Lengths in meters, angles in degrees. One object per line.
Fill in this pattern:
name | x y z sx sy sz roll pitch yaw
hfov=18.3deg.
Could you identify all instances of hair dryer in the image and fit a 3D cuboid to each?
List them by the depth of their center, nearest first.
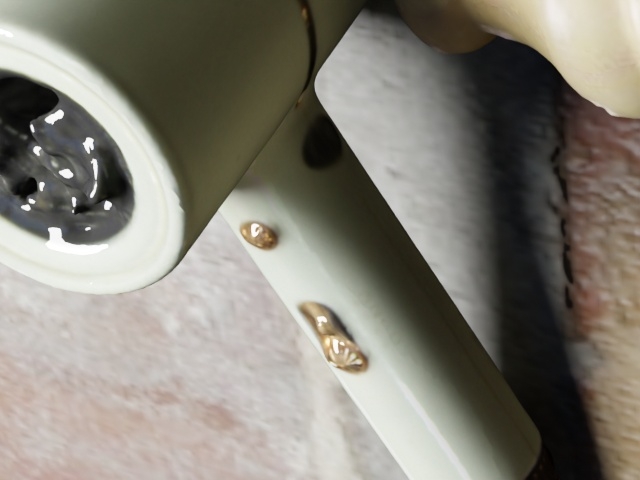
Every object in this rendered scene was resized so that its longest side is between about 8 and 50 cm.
hair dryer | 0.000 0.000 0.800 0.128 0.203 0.362 -11 123 40

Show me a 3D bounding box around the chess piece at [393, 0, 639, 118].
chess piece | 0.145 -0.102 0.657 0.307 0.124 0.139 7 149 41
